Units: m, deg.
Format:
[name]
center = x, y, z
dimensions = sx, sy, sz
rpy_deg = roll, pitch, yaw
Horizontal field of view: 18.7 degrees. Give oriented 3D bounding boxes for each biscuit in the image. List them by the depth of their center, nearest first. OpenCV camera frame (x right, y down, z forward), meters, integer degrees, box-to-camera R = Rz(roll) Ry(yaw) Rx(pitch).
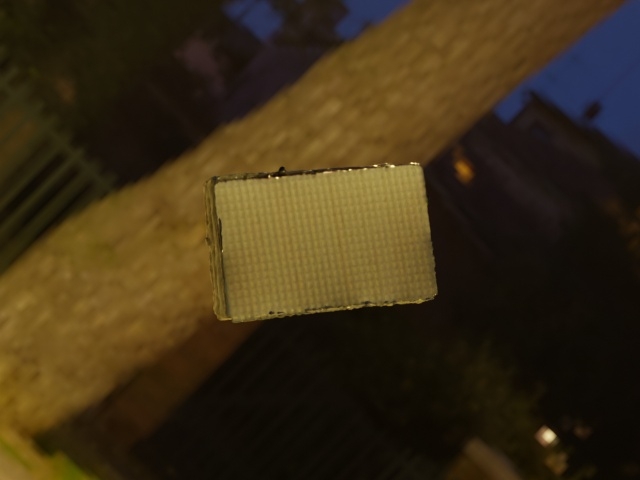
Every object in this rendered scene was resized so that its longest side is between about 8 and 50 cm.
[biscuit]
center = 0.000, 0.000, 1.584
dimensions = 0.040, 0.199, 0.121
rpy_deg = -10, -95, 61
